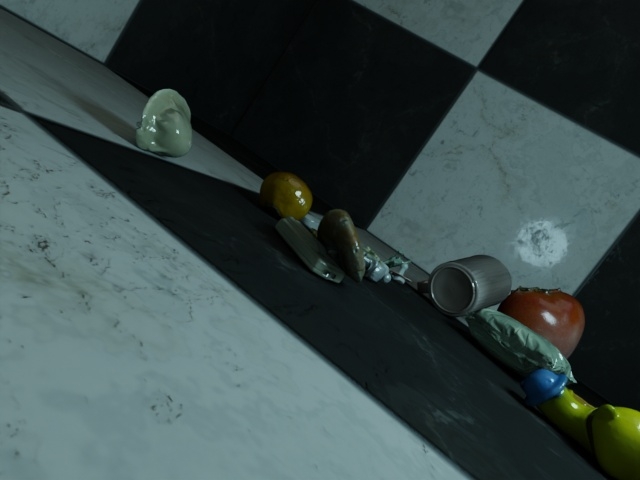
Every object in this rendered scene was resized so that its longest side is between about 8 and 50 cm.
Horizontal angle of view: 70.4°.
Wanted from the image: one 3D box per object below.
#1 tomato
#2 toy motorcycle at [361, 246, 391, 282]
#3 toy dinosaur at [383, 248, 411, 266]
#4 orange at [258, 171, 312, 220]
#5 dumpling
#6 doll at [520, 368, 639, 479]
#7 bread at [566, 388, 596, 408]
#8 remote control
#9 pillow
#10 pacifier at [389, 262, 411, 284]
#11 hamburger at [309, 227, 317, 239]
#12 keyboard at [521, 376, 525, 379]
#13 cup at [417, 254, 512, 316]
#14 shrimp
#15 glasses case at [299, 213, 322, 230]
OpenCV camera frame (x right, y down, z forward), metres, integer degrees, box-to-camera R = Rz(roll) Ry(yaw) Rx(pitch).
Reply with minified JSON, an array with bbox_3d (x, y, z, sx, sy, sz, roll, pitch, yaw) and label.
[{"bbox_3d":[0.824,0.330,1.722,0.322,0.321,0.321,34,7,-5],"label":"tomato"},{"bbox_3d":[0.143,0.068,1.328,0.151,0.074,0.229,37,6,2],"label":"toy motorcycle"},{"bbox_3d":[0.261,0.086,1.683,0.044,0.187,0.106,62,-18,21],"label":"toy dinosaur"},{"bbox_3d":[-0.102,-0.119,1.287,0.157,0.134,0.156,23,-37,18],"label":"orange"},{"bbox_3d":[-0.351,-0.271,1.049,0.111,0.155,0.181,8,24,-13],"label":"dumpling"},{"bbox_3d":[0.587,0.405,0.957,0.363,0.145,0.199,29,-38,49],"label":"doll"},{"bbox_3d":[0.662,0.452,1.103,0.200,0.077,0.116,40,8,25],"label":"bread"},{"bbox_3d":[-0.027,0.014,1.014,0.090,0.049,0.230,32,9,-38],"label":"remote control"},{"bbox_3d":[0.611,0.333,1.398,0.283,0.138,0.310,32,1,-40],"label":"pillow"},{"bbox_3d":[0.290,0.114,1.646,0.099,0.078,0.081,29,-6,-27],"label":"pacifier"},{"bbox_3d":[0.000,0.000,1.245,0.076,0.044,0.083,36,5,30],"label":"hamburger"},{"bbox_3d":[0.693,0.459,1.428,0.176,0.014,0.055,34,7,-3],"label":"keyboard"},{"bbox_3d":[0.531,0.153,1.712,0.288,0.208,0.273,29,24,38],"label":"cup"},{"bbox_3d":[0.042,0.019,1.035,0.317,0.077,0.168,139,-66,-81],"label":"shrimp"},{"bbox_3d":[0.002,-0.041,1.488,0.193,0.049,0.074,28,9,-42],"label":"glasses case"}]
